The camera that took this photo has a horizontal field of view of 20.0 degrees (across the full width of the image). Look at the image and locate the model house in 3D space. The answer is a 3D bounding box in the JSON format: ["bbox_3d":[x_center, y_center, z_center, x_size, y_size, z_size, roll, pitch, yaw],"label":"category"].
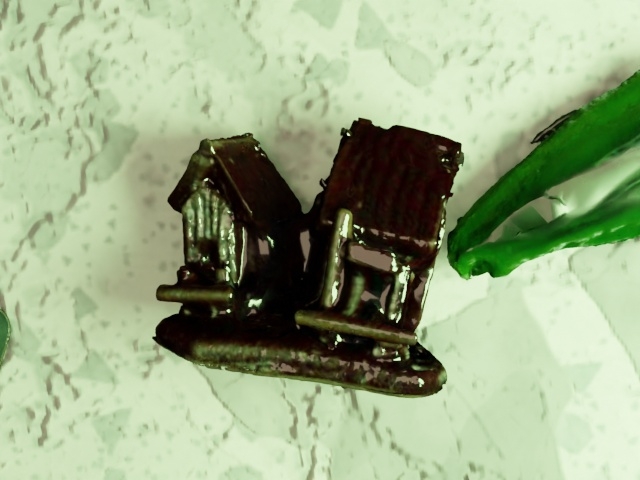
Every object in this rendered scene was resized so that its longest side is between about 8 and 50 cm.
[{"bbox_3d":[-0.007,0.001,1.192,0.203,0.141,0.164,7,104,7],"label":"model house"}]

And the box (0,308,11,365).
[{"bbox_3d":[-0.287,0.075,1.272,0.126,0.031,0.091,19,94,5],"label":"box"}]

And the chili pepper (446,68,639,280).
[{"bbox_3d":[0.183,-0.034,1.211,0.216,0.062,0.108,-31,90,8],"label":"chili pepper"}]
